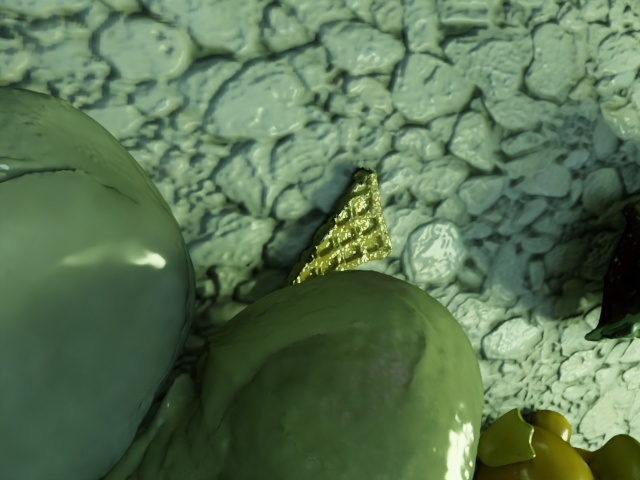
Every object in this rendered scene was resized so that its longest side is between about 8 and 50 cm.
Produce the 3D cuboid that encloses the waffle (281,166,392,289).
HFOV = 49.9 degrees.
[{"bbox_3d":[0.000,0.000,0.673,0.153,0.023,0.097,-27,116,-22],"label":"waffle"}]

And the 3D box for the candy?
[{"bbox_3d":[-0.223,0.039,0.446,0.295,0.185,0.295,-2,93,-50],"label":"candy"}]

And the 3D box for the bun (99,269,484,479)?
[{"bbox_3d":[-0.042,0.178,0.526,0.213,0.361,0.361,32,86,-16],"label":"bun"}]

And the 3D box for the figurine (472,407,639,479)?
[{"bbox_3d":[0.303,0.319,0.887,0.228,0.215,0.215,4,103,-18],"label":"figurine"}]

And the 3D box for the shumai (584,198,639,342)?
[{"bbox_3d":[0.473,0.086,0.875,0.288,0.292,0.330,-33,141,-12],"label":"shumai"}]
